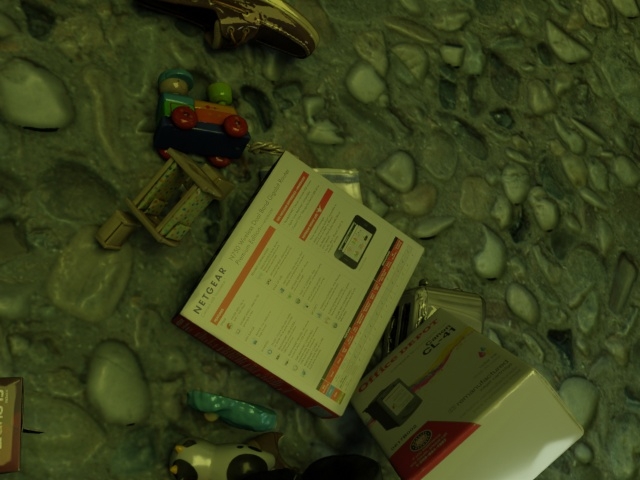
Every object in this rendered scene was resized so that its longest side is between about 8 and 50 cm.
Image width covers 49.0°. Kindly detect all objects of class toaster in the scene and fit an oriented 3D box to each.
[{"bbox_3d":[0.199,0.185,1.250,0.146,0.129,0.227,16,73,-19],"label":"toaster"}]

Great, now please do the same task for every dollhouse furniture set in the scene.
[{"bbox_3d":[-0.224,-0.030,1.110,0.182,0.161,0.101,-47,72,9],"label":"dollhouse furniture set"}]

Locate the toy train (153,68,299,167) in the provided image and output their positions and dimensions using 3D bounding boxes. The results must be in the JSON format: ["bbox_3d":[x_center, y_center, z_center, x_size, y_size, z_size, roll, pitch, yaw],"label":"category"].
[{"bbox_3d":[-0.162,-0.210,1.215,0.248,0.105,0.143,5,58,-27],"label":"toy train"}]

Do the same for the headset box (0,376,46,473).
[{"bbox_3d":[-0.479,0.225,0.818,0.293,0.218,0.110,4,73,-28],"label":"headset box"}]

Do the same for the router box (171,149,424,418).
[{"bbox_3d":[-0.026,0.070,1.163,0.301,0.082,0.335,35,65,-9],"label":"router box"}]

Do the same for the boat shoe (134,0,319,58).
[{"bbox_3d":[-0.169,-0.395,1.266,0.342,0.123,0.123,23,77,-20],"label":"boat shoe"}]

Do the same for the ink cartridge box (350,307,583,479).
[{"bbox_3d":[0.188,0.247,1.018,0.226,0.306,0.131,-42,107,-4],"label":"ink cartridge box"}]

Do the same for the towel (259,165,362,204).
[{"bbox_3d":[0.000,0.000,1.261,0.209,0.034,0.285,1,73,-27],"label":"towel"}]

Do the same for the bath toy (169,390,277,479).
[{"bbox_3d":[-0.159,0.394,0.982,0.129,0.151,0.348,39,53,-58],"label":"bath toy"}]

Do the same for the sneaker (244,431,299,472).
[{"bbox_3d":[-0.052,0.386,1.080,0.071,0.066,0.188,-19,83,-33],"label":"sneaker"}]

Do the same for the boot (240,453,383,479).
[{"bbox_3d":[0.115,0.479,0.951,0.367,0.146,0.445,-20,102,-2],"label":"boot"}]
